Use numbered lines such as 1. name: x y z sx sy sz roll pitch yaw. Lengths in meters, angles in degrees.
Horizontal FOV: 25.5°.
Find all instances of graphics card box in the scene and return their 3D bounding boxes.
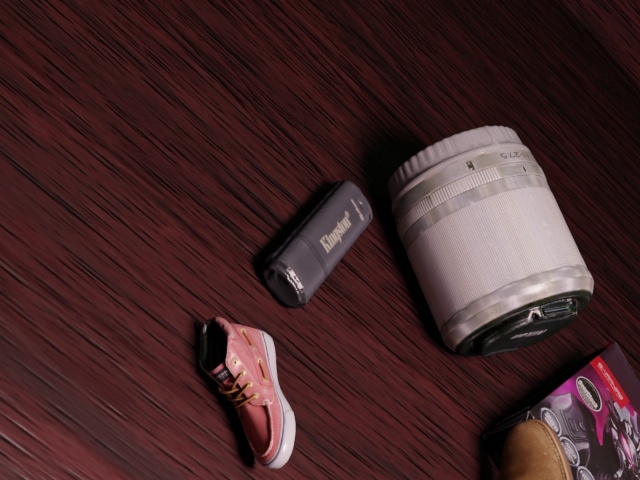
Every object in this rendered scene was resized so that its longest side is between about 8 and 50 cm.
1. graphics card box: 0.390 0.303 2.020 0.371 0.094 0.232 -20 79 -57

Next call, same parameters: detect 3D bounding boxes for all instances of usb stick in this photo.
1. usb stick: 0.000 0.000 1.812 0.077 0.045 0.278 51 32 -7

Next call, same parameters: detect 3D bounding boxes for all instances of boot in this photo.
1. boot: 0.236 0.348 1.743 0.115 0.112 0.305 25 53 -24

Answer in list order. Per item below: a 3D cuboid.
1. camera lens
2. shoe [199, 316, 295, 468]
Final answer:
1. camera lens: 0.233 0.008 1.953 0.219 0.219 0.274 4 59 -52
2. shoe: -0.085 0.164 1.539 0.081 0.063 0.178 25 38 -38
